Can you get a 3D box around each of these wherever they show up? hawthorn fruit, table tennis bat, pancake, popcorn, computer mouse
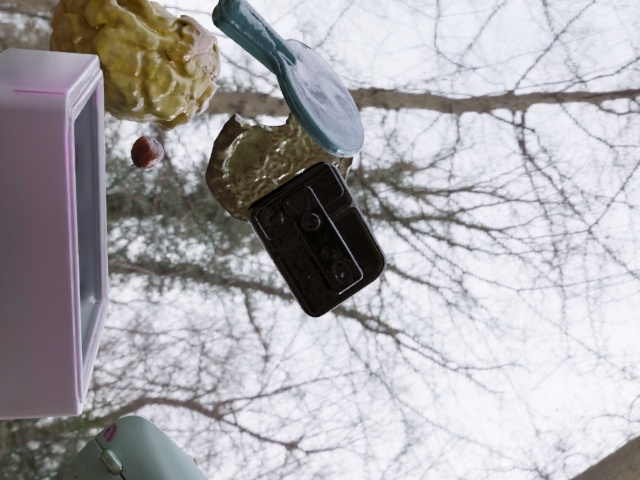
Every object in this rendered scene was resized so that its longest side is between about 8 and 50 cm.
[{"bbox_3d":[-0.394,-0.197,1.961,0.077,0.077,0.077,12,-72,42],"label":"hawthorn fruit"},{"bbox_3d":[-0.023,-0.154,0.803,0.033,0.201,0.124,-31,-139,26],"label":"table tennis bat"},{"bbox_3d":[-0.058,-0.114,1.310,0.029,0.235,0.212,-118,-158,-51],"label":"pancake"},{"bbox_3d":[-0.264,-0.262,1.245,0.250,0.250,0.190,1,-121,44],"label":"popcorn"},{"bbox_3d":[-0.217,0.377,1.179,0.288,0.159,0.097,48,-9,4],"label":"computer mouse"}]

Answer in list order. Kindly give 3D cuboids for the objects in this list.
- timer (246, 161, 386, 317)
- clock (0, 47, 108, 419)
[{"bbox_3d":[0.000,0.000,1.210,0.187,0.144,0.055,59,-11,-15],"label":"timer"},{"bbox_3d":[-0.171,-0.009,0.535,0.150,0.063,0.197,-109,-159,-69],"label":"clock"}]
